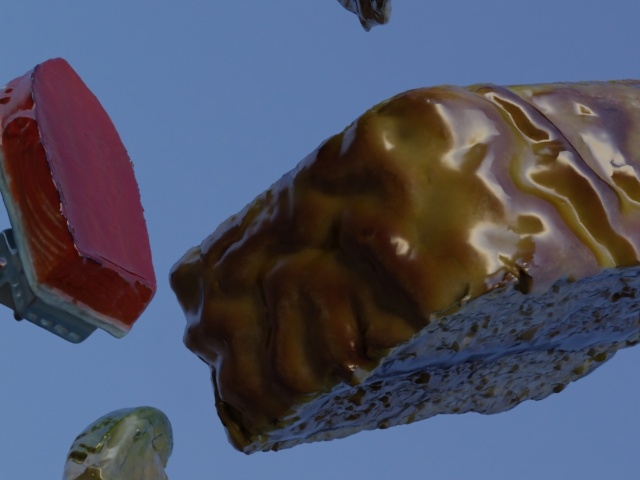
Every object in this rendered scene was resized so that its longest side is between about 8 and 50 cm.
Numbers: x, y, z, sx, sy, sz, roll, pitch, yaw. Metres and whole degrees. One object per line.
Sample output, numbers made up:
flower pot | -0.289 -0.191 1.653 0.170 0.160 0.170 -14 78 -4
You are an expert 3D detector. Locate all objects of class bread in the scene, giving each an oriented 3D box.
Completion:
bread | 0.066 0.006 0.714 0.181 0.222 0.096 -39 -114 41

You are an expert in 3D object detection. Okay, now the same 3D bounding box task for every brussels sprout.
brussels sprout | -0.183 0.215 1.629 0.100 0.181 0.139 11 -91 26

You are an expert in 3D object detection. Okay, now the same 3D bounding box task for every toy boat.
toy boat | -0.259 -0.041 1.704 0.133 0.145 0.332 -41 -137 22

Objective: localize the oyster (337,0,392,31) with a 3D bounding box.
oyster | -0.087 -0.186 0.813 0.238 0.351 0.115 44 -63 12
